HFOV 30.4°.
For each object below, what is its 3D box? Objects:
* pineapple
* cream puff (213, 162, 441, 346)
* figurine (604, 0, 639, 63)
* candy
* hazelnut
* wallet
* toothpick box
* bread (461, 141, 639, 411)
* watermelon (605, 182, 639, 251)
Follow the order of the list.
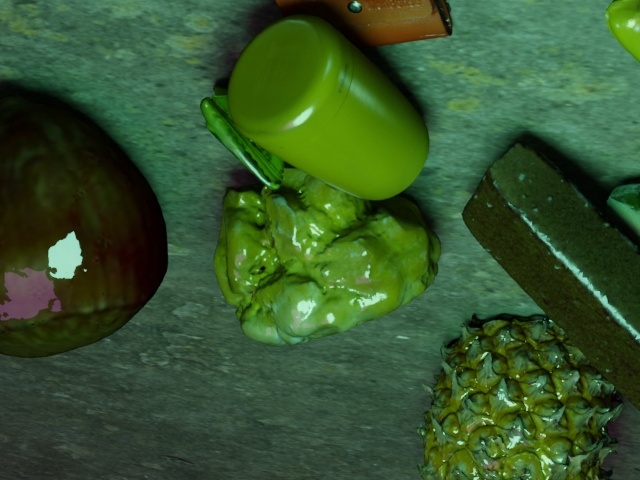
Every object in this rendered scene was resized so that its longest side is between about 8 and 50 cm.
[{"bbox_3d":[0.329,0.313,1.915,0.352,0.300,0.352,9,145,6],"label":"pineapple"},{"bbox_3d":[0.002,-0.001,1.727,0.324,0.291,0.257,-16,101,54],"label":"cream puff"},{"bbox_3d":[0.480,-0.186,1.314,0.324,0.231,0.340,5,145,15],"label":"figurine"},{"bbox_3d":[-0.097,-0.157,1.605,0.069,0.246,0.149,-43,102,6],"label":"candy"},{"bbox_3d":[-0.441,-0.016,1.801,0.421,0.353,0.421,24,132,30],"label":"hazelnut"},{"bbox_3d":[0.052,-0.299,1.492,0.204,0.045,0.142,-3,139,25],"label":"wallet"},{"bbox_3d":[0.023,-0.159,1.540,0.175,0.175,0.271,-13,151,34],"label":"toothpick box"},{"bbox_3d":[0.371,0.059,1.601,0.416,0.113,0.165,47,156,9],"label":"bread"},{"bbox_3d":[0.486,0.036,1.637,0.140,0.193,0.256,-22,143,-20],"label":"watermelon"}]
